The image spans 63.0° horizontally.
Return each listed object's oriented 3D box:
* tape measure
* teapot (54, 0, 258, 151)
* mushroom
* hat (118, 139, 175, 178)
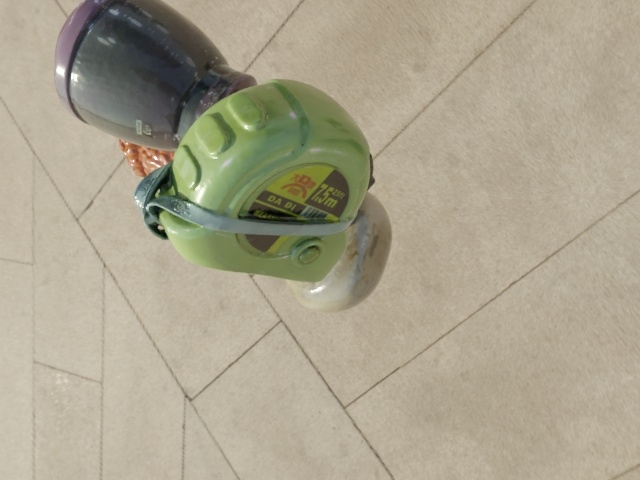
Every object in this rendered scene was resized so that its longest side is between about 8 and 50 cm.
[{"bbox_3d":[-0.036,-0.041,0.387,0.154,0.177,0.087,-50,56,24],"label":"tape measure"},{"bbox_3d":[-0.122,-0.116,0.428,0.146,0.148,0.116,30,71,6],"label":"teapot"},{"bbox_3d":[0.003,0.014,0.811,0.206,0.209,0.206,177,90,-65],"label":"mushroom"},{"bbox_3d":[-0.270,-0.166,1.108,0.285,0.285,0.400,-41,51,24],"label":"hat"}]
